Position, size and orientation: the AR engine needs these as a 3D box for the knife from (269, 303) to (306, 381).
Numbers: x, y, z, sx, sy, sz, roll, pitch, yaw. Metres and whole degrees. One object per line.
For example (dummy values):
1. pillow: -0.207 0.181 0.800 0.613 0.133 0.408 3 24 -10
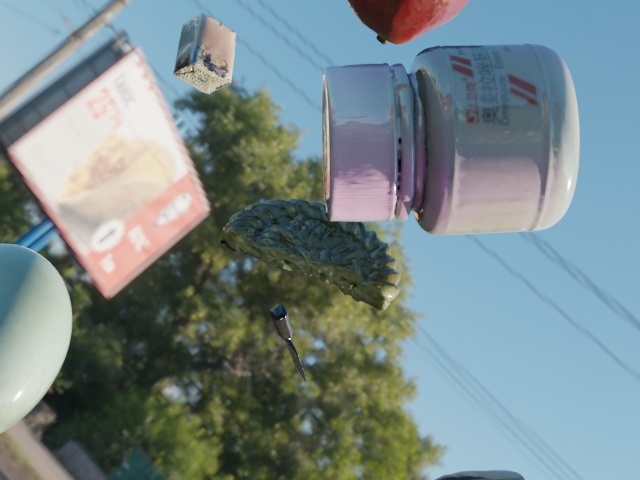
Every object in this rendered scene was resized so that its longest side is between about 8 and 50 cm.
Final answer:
1. knife: -0.048 0.191 1.894 0.060 0.028 0.230 56 -11 34

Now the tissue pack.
1. tissue pack: -0.167 -0.272 1.573 0.074 0.095 0.058 26 -33 -36

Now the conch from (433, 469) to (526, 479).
1. conch: 0.262 0.392 1.707 0.176 0.094 0.104 33 2 -22

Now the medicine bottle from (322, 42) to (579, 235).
1. medicine bottle: 0.155 -0.127 1.385 0.241 0.301 0.241 178 -90 -87

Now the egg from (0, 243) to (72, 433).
1. egg: -0.399 0.121 1.310 0.264 0.182 0.183 -85 156 -43

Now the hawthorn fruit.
1. hawthorn fruit: 0.146 -0.461 1.827 0.265 0.265 0.307 39 -47 31

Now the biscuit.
1. biscuit: 0.000 0.000 1.617 0.273 0.187 0.036 20 -56 5
